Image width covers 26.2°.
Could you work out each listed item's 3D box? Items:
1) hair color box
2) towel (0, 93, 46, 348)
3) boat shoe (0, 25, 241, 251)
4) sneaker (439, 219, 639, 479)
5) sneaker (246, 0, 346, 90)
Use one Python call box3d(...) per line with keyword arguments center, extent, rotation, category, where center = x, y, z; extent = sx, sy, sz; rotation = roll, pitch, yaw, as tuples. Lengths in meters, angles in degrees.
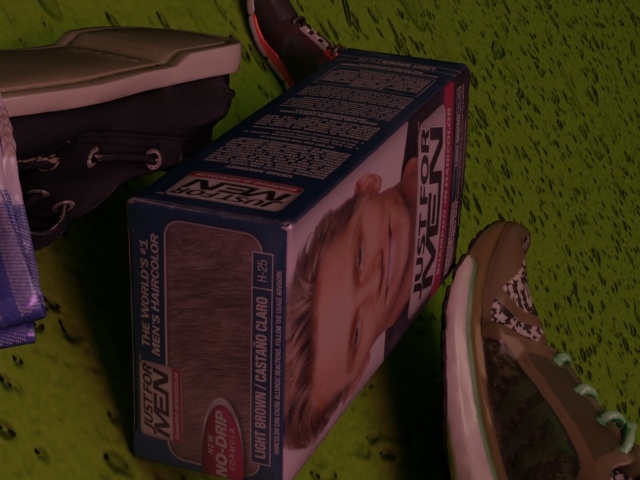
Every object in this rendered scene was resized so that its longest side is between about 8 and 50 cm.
box3d(center=(0.000, 0.000, 0.917), extent=(0.347, 0.105, 0.174), rotation=(-44, 140, -58), category="hair color box")
box3d(center=(-0.246, -0.069, 0.599), extent=(0.034, 0.209, 0.285), rotation=(112, -37, -69), category="towel")
box3d(center=(-0.159, -0.052, 0.778), extent=(0.340, 0.127, 0.113), rotation=(-30, 129, -63), category="boat shoe")
box3d(center=(0.182, 0.167, 1.034), extent=(0.158, 0.182, 0.410), rotation=(80, 10, -57), category="sneaker")
box3d(center=(-0.004, -0.154, 1.139), extent=(0.158, 0.065, 0.061), rotation=(64, 30, -1), category="sneaker")
